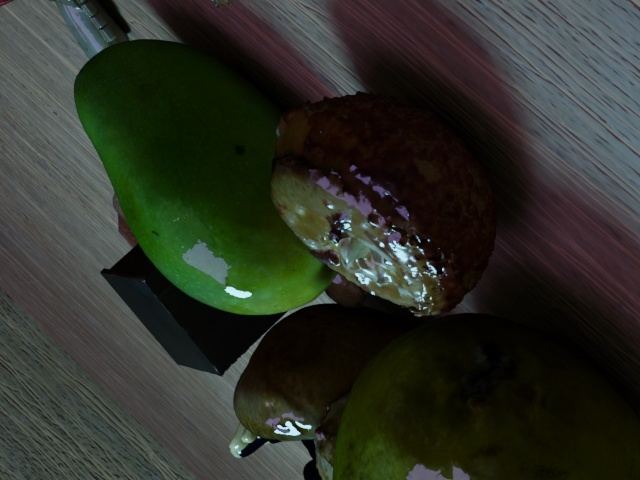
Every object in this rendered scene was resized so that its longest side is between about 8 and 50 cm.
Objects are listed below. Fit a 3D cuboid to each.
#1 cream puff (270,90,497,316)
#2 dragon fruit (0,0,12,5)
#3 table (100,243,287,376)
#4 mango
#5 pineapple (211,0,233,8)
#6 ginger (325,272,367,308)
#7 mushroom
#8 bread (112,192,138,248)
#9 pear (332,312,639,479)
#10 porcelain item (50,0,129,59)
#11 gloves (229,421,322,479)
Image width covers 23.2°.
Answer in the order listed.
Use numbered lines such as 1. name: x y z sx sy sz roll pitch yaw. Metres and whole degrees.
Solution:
1. cream puff: 0.061 -0.044 1.454 0.240 0.164 0.240 30 167 8
2. dragon fruit: -0.510 -0.408 1.783 0.386 0.249 0.371 59 156 -5
3. table: -0.140 0.044 2.026 0.169 0.193 0.172 52 161 -18
4. mango: -0.128 -0.072 1.717 0.382 0.201 0.225 43 129 15
5. pineapple: -0.112 -0.263 1.591 0.083 0.019 0.045 34 156 24
6. ginger: -0.001 0.001 1.826 0.190 0.069 0.095 50 156 -8
7. mushroom: 0.035 0.181 1.857 0.283 0.263 0.195 -120 34 -57
8. bread: -0.244 -0.018 2.326 0.192 0.067 0.119 50 154 -17
9. pear: 0.175 0.255 1.588 0.352 0.352 0.413 33 165 35
10. porcelain item: -0.311 -0.313 1.872 0.084 0.054 0.213 14 143 56
11. gloves: -0.019 0.287 2.331 0.301 0.152 0.197 -18 111 43
